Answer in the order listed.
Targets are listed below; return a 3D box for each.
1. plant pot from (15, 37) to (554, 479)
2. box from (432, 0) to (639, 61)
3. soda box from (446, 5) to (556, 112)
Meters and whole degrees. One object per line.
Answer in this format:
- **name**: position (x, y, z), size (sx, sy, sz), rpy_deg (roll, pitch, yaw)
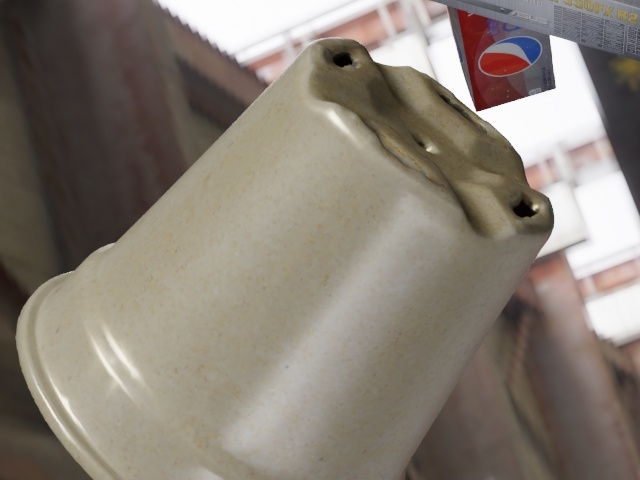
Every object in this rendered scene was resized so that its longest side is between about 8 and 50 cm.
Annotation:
- **plant pot**: position (-0.004, 0.031, 1.418), size (0.333, 0.305, 0.334), rpy_deg (31, -158, -15)
- **box**: position (0.176, -0.216, 1.241), size (0.056, 0.231, 0.183), rpy_deg (81, -148, -57)
- **soda box**: position (0.168, -0.235, 1.859), size (0.263, 0.092, 0.083), rpy_deg (71, -175, -60)
